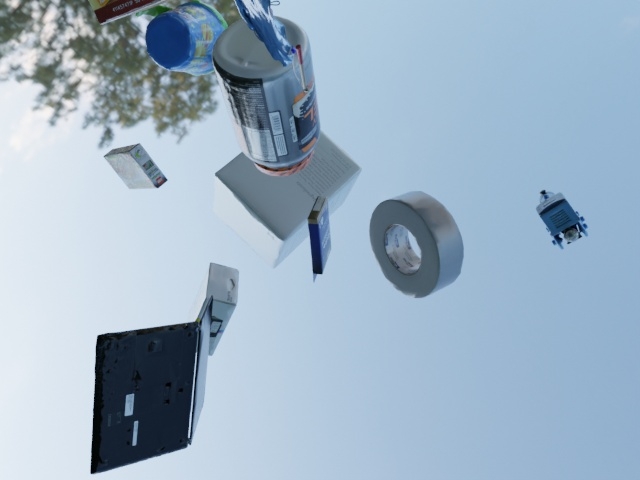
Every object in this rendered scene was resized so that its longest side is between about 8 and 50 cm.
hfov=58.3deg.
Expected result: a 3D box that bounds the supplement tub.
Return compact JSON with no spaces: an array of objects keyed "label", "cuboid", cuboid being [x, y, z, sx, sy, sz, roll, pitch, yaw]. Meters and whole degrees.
[{"label":"supplement tub","cuboid":[-0.102,-0.290,1.210,0.193,0.316,0.194,-2,-121,4]}]

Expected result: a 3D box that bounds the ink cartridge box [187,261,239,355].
[{"label":"ink cartridge box","cuboid":[-0.252,0.157,1.325,0.127,0.072,0.175,-98,-150,-53]}]

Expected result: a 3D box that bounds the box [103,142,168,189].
[{"label":"box","cuboid":[-0.475,-0.186,1.465,0.036,0.114,0.207,-46,-152,-25]}]

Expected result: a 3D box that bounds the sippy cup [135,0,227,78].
[{"label":"sippy cup","cuboid":[-0.436,-0.639,1.834,0.305,0.240,0.224,5,-157,13]}]

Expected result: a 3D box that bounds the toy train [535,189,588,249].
[{"label":"toy train","cuboid":[0.513,-0.053,1.233,0.080,0.105,0.184,-32,-172,22]}]

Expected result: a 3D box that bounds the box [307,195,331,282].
[{"label":"box","cuboid":[0.000,0.000,1.687,0.036,0.225,0.136,4,-146,12]}]

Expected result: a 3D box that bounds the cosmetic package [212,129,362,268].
[{"label":"cosmetic package","cuboid":[-0.126,-0.177,2.027,0.327,0.329,0.393,44,-112,5]}]

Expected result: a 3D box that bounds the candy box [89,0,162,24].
[{"label":"candy box","cuboid":[-0.317,-0.547,1.192,0.182,0.088,0.316,-8,-152,25]}]

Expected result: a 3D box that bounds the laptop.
[{"label":"laptop","cuboid":[-0.280,0.233,0.994,0.136,0.264,0.234,19,-73,48]}]

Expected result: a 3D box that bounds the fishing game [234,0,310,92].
[{"label":"fishing game","cuboid":[-0.092,-0.372,0.945,0.041,0.189,0.264,-35,-104,-6]}]

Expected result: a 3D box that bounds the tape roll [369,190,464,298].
[{"label":"tape roll","cuboid":[0.198,0.009,1.213,0.072,0.219,0.219,-21,-143,-30]}]
